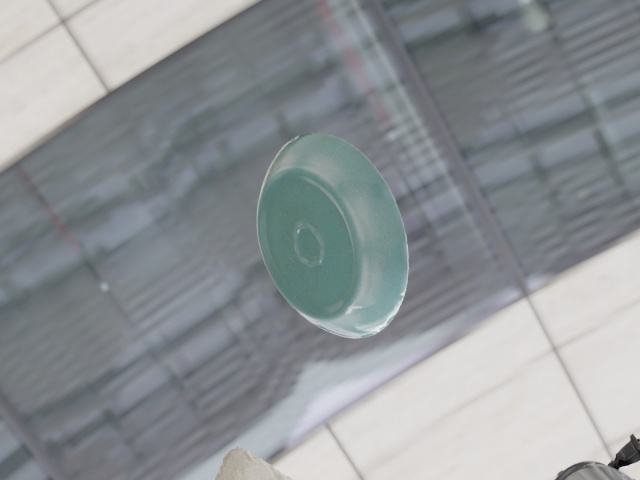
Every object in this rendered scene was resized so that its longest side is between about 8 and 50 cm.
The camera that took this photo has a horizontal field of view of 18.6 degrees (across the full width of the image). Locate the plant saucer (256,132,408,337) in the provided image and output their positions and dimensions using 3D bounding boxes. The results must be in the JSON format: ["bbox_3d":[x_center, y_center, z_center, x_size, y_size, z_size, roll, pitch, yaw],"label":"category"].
[{"bbox_3d":[0.000,0.000,1.090,0.021,0.119,0.119,-18,-157,-39],"label":"plant saucer"}]

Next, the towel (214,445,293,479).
[{"bbox_3d":[0.002,0.328,1.824,0.049,0.282,0.187,-47,-167,34],"label":"towel"}]

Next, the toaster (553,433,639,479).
[{"bbox_3d":[0.198,0.258,1.331,0.227,0.129,0.146,-54,-147,4],"label":"toaster"}]
